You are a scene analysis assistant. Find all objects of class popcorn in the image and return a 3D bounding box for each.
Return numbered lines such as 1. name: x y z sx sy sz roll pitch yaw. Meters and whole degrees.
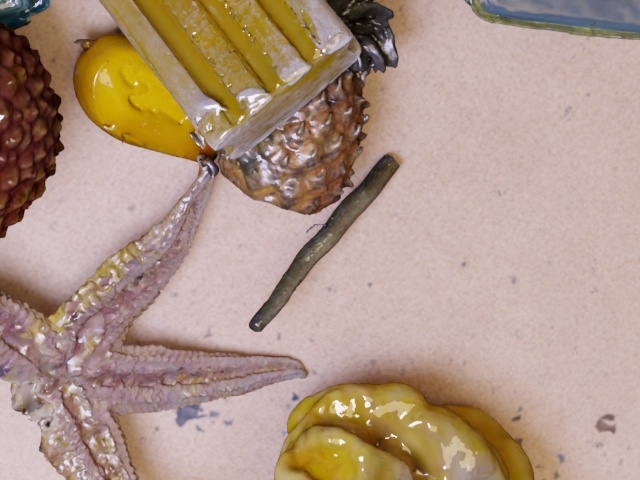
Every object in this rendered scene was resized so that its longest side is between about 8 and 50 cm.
1. popcorn: 0.061 0.297 1.853 0.316 0.281 0.297 20 84 -46

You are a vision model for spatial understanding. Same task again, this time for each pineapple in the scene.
1. pineapple: -0.007 -0.189 1.738 0.170 0.141 0.310 18 102 -5

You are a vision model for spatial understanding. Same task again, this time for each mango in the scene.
1. mango: -0.173 -0.141 1.762 0.187 0.066 0.101 33 92 -25

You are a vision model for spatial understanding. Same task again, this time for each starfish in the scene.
1. starfish: -0.208 0.123 1.759 0.384 0.132 0.398 -35 104 -19

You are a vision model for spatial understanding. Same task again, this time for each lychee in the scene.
1. lychee: -0.365 -0.078 1.596 0.271 0.271 0.271 -3 108 -9

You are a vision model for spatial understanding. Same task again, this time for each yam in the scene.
1. yam: 0.001 0.001 1.822 0.234 0.027 0.029 -50 141 -13

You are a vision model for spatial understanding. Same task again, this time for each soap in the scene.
1. soap: -0.109 -0.232 1.662 0.173 0.089 0.274 -39 77 7

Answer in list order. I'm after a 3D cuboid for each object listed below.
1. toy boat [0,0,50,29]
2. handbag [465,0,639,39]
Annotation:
1. toy boat: -0.380 -0.222 1.683 0.238 0.098 0.109 -16 106 -4
2. handbag: 0.232 -0.312 1.683 0.263 0.241 0.222 6 108 -12
